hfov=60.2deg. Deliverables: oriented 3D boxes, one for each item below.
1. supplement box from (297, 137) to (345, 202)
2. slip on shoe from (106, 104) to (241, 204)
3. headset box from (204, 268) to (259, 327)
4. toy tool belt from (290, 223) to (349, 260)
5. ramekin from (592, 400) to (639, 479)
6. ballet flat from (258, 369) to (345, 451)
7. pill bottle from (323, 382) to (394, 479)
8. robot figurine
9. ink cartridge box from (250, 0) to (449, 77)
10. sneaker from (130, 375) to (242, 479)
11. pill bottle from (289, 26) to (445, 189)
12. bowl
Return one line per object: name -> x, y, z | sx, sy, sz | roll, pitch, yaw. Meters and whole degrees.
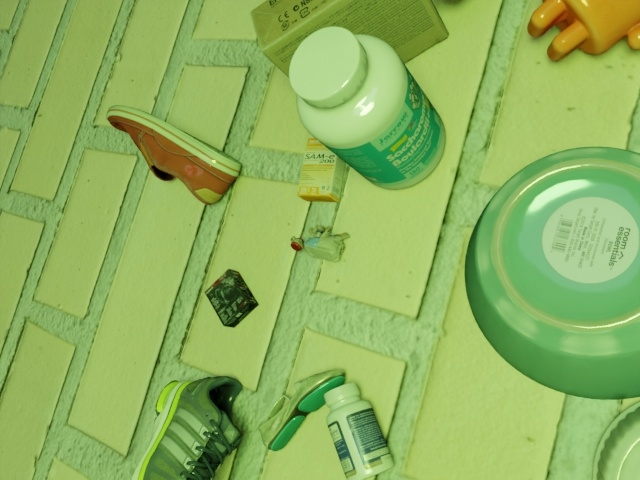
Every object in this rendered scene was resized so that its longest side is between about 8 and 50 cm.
supplement box -> 0.004, -0.113, 0.888 | 0.062, 0.036, 0.098 | 4, 79, 29
slip on shoe -> -0.290, -0.166, 1.022 | 0.331, 0.123, 0.101 | 31, 97, 26
headset box -> -0.151, 0.093, 0.922 | 0.062, 0.032, 0.083 | -44, 60, 12
toy tool belt -> 0.000, 0.000, 0.860 | 0.083, 0.052, 0.051 | 13, 52, 28
ramekin -> 0.382, 0.255, 0.543 | 0.207, 0.109, 0.207 | -7, 74, 27
ballet flat -> -0.034, 0.237, 0.809 | 0.168, 0.057, 0.052 | -48, 50, 10
pill bottle -> 0.048, 0.259, 0.750 | 0.067, 0.067, 0.120 | -31, 65, 19
robot figurine -> 0.370, -0.324, 0.690 | 0.219, 0.128, 0.158 | -40, 47, 16
ink cartridge box -> 0.046, -0.324, 0.827 | 0.234, 0.193, 0.088 | -27, 64, 20
sneaker -> -0.180, 0.303, 0.785 | 0.121, 0.111, 0.300 | -25, 33, 13
pill bottle -> 0.064, -0.172, 0.737 | 0.146, 0.264, 0.146 | -7, 74, 27
bowl -> 0.298, 0.020, 0.619 | 0.311, 0.163, 0.312 | -8, 74, 28
